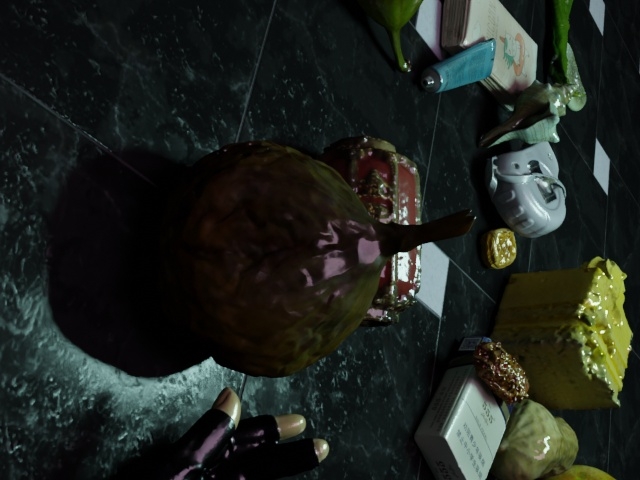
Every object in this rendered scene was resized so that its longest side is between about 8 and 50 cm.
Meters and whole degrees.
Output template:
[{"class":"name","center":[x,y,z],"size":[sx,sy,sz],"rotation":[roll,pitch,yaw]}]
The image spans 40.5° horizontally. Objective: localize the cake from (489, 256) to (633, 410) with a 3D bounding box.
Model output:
[{"class":"cake","center":[0.509,0.177,1.800],"size":[0.222,0.228,0.286],"rotation":[57,43,-31]}]

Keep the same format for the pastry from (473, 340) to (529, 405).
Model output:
[{"class":"pastry","center":[0.332,0.240,1.558],"size":[0.169,0.063,0.087],"rotation":[41,49,-42]}]

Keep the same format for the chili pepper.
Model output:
[{"class":"chili pepper","center":[0.613,-0.511,2.196],"size":[0.085,0.076,0.358],"rotation":[17,65,-32]}]

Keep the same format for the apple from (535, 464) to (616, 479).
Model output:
[{"class":"apple","center":[0.543,0.600,1.819],"size":[0.226,0.246,0.246],"rotation":[60,37,-58]}]

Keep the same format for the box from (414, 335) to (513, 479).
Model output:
[{"class":"box","center":[0.268,0.316,1.570],"size":[0.168,0.071,0.259],"rotation":[63,39,-24]}]

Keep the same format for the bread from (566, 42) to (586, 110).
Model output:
[{"class":"bread","center":[0.654,-0.416,2.272],"size":[0.112,0.036,0.193],"rotation":[-53,126,-43]}]

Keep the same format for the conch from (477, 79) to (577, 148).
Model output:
[{"class":"conch","center":[0.457,-0.250,1.813],"size":[0.114,0.137,0.234],"rotation":[48,66,-33]}]

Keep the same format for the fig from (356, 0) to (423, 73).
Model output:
[{"class":"fig","center":[0.107,-0.396,1.456],"size":[0.151,0.151,0.259],"rotation":[-49,151,-47]}]

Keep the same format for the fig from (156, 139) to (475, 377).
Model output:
[{"class":"fig","center":[0.000,0.000,1.004],"size":[0.286,0.369,0.286],"rotation":[33,48,-46]}]

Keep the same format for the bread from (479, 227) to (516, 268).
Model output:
[{"class":"bread","center":[0.365,0.016,1.784],"size":[0.111,0.044,0.083],"rotation":[-9,95,-53]}]

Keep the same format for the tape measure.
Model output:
[{"class":"tape measure","center":[0.436,-0.105,1.828],"size":[0.236,0.120,0.197],"rotation":[-23,86,-49]}]

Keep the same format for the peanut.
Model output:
[{"class":"peanut","center":[0.420,0.394,1.711],"size":[0.291,0.143,0.159],"rotation":[15,82,-55]}]

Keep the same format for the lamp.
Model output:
[{"class":"lamp","center":[0.062,-0.011,1.259],"size":[0.177,0.177,0.273],"rotation":[19,67,-52]}]

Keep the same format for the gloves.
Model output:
[{"class":"gloves","center":[-0.123,0.280,0.949],"size":[0.301,0.152,0.197],"rotation":[-25,113,-28]}]

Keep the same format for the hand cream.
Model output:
[{"class":"hand cream","center":[0.266,-0.328,1.660],"size":[0.224,0.048,0.083],"rotation":[-26,130,-41]}]

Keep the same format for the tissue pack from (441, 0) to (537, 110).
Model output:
[{"class":"tissue pack","center":[0.360,-0.410,1.822],"size":[0.325,0.071,0.170],"rotation":[27,68,-50]}]
